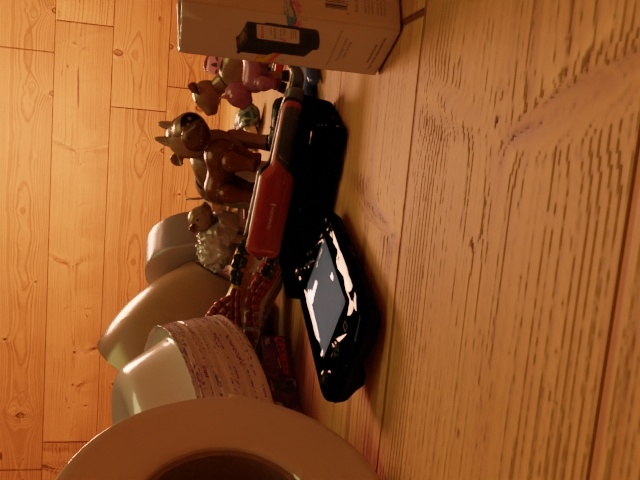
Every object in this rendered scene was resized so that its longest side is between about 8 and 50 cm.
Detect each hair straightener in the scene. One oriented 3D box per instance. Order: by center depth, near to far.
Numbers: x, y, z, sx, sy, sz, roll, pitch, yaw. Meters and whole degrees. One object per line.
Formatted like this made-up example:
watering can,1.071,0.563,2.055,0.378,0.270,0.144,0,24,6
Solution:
hair straightener,-0.054,-0.100,0.741,0.089,0.047,0.230,-121,37,-70

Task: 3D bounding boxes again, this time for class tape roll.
tape roll,-0.076,0.259,0.478,0.246,0.246,0.169,-110,26,-61
tape roll,-0.209,0.037,1.201,0.219,0.219,0.072,111,158,-54

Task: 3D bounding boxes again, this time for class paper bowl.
paper bowl,-0.167,0.241,0.809,0.284,0.148,0.284,20,113,60

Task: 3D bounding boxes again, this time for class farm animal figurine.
farm animal figurine,-0.155,-0.161,1.015,0.326,0.172,0.330,96,-176,-54

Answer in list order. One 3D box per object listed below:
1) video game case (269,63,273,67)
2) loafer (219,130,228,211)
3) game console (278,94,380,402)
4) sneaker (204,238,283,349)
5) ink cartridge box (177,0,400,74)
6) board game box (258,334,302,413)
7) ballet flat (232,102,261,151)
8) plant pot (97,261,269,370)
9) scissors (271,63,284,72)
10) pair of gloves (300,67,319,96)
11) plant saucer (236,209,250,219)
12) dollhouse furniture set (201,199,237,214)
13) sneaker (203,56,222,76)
video game case,-0.086,-0.500,1.239,0.204,0.025,0.285,-103,21,-53
loafer,-0.264,-0.168,1.787,0.092,0.102,0.268,-146,60,-83
game console,0.000,0.000,0.670,0.361,0.044,0.213,-109,25,-58
sneaker,-0.102,0.096,0.963,0.225,0.088,0.093,-64,-13,3
ink cartridge box,-0.029,-0.219,0.548,0.072,0.175,0.127,126,146,-68
board game box,-0.077,0.333,0.932,0.208,0.056,0.346,-112,28,-54
ballet flat,-0.169,-0.231,1.467,0.188,0.070,0.070,113,157,-65
plant pot,-0.199,0.147,1.100,0.190,0.284,0.284,-64,12,-2
scissors,-0.054,-0.396,1.087,0.297,0.021,0.108,110,162,-50
pair of gloves,-0.031,-0.175,0.910,0.198,0.023,0.159,111,160,-52
plant saucer,-0.162,-0.003,1.428,0.198,0.036,0.198,-177,90,-77
dollhouse furniture set,-0.297,-0.038,1.697,0.151,0.123,0.144,34,129,33
sneaker,-0.194,-0.395,1.451,0.319,0.131,0.112,-133,47,-74
